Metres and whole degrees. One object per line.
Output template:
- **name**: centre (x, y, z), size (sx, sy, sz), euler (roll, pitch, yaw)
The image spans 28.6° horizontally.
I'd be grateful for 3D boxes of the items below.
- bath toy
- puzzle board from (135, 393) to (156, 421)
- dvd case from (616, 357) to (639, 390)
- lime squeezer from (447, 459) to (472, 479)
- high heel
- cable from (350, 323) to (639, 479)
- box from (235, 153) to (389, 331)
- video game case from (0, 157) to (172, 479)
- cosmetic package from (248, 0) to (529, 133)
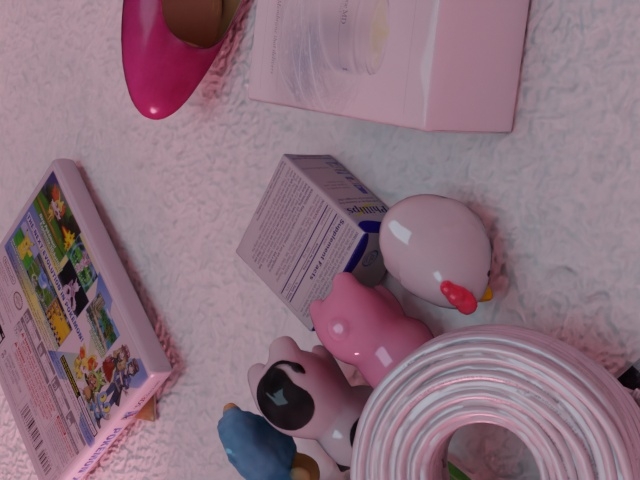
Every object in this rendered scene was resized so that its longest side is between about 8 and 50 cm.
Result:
- **bath toy**: centre (0.049, 0.116, 1.194), size (0.348, 0.151, 0.129), euler (-53, 38, 23)
- **puzzle board**: centre (-0.245, 0.168, 1.554), size (0.128, 0.011, 0.096), euler (3, 96, 43)
- **dvd case**: centre (0.289, 0.160, 1.054), size (0.087, 0.013, 0.119), euler (-50, 62, 33)
- **lime squeezer**: centre (0.190, 0.305, 1.142), size (0.310, 0.059, 0.110), euler (62, 159, 19)
- **high heel**: centre (-0.097, -0.287, 1.298), size (0.181, 0.127, 0.377), euler (34, 112, 48)
- **cable**: centre (0.150, 0.200, 1.057), size (0.257, 0.089, 0.257), euler (30, 105, 19)
- **box**: centre (0.000, 0.000, 1.272), size (0.137, 0.072, 0.126), euler (45, 121, 32)
- **video game case**: centre (-0.331, 0.115, 1.601), size (0.300, 0.036, 0.329), euler (-49, 58, 35)
- **cosmetic package**: centre (0.064, -0.224, 1.154), size (0.225, 0.138, 0.224), euler (14, 103, 40)
